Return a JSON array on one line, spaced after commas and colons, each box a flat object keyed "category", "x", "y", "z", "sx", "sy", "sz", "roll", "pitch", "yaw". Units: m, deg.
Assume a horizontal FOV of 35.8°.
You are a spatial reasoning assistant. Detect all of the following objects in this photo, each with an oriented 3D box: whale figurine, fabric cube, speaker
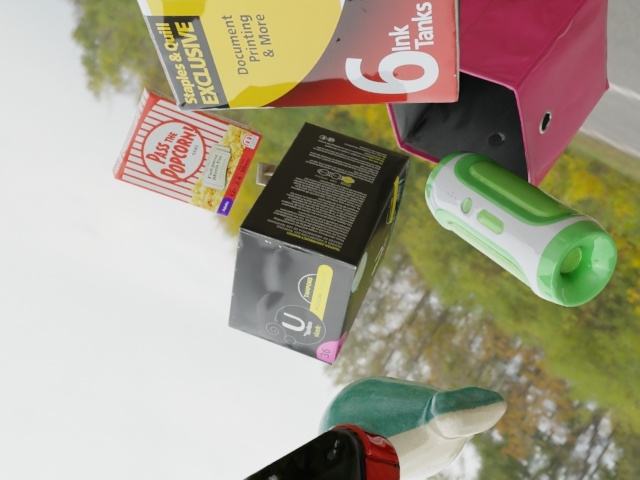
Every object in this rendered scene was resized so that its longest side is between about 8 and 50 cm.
[{"category": "whale figurine", "x": 0.104, "y": 0.220, "z": 1.226, "sx": 0.216, "sy": 0.272, "sz": 0.141, "roll": -4, "pitch": -114, "yaw": -34}, {"category": "fabric cube", "x": 0.269, "y": -0.267, "z": 1.517, "sx": 0.259, "sy": 0.258, "sz": 0.254, "roll": 27, "pitch": 155, "yaw": 31}, {"category": "speaker", "x": 0.269, "y": -0.024, "z": 1.378, "sx": 0.131, "sy": 0.131, "sz": 0.296, "roll": 24, "pitch": -169, "yaw": -37}]

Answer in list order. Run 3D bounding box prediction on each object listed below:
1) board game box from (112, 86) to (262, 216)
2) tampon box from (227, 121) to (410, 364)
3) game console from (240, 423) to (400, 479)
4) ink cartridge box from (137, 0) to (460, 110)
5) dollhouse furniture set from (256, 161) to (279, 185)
[{"category": "board game box", "x": -0.209, "y": -0.137, "z": 1.554, "sx": 0.193, "sy": 0.147, "sz": 0.045, "roll": 18, "pitch": -165, "yaw": -23}, {"category": "tampon box", "x": 0.000, "y": 0.000, "z": 0.857, "sx": 0.101, "sy": 0.120, "sz": 0.161, "roll": 19, "pitch": -136, "yaw": 9}, {"category": "game console", "x": -0.069, "y": 0.389, "z": 0.998, "sx": 0.060, "sy": 0.386, "sz": 0.342, "roll": 35, "pitch": -145, "yaw": -30}, {"category": "ink cartridge box", "x": -0.053, "y": -0.227, "z": 0.606, "sx": 0.271, "sy": 0.130, "sz": 0.309, "roll": -1, "pitch": 146, "yaw": 10}, {"category": "dollhouse furniture set", "x": 0.001, "y": -0.055, "z": 1.638, "sx": 0.183, "sy": 0.129, "sz": 0.129, "roll": 5, "pitch": 177, "yaw": 33}]
